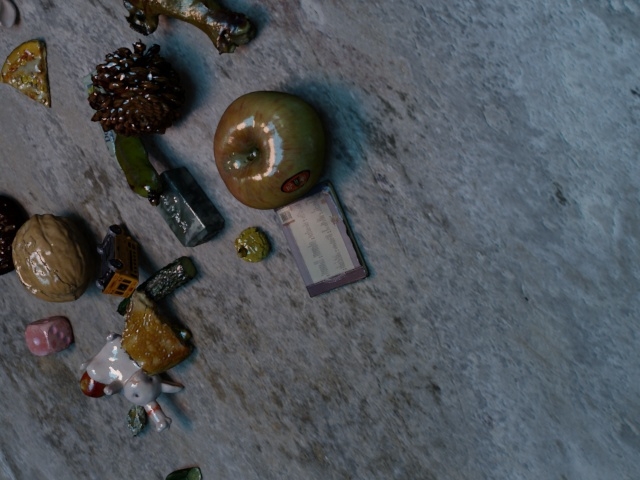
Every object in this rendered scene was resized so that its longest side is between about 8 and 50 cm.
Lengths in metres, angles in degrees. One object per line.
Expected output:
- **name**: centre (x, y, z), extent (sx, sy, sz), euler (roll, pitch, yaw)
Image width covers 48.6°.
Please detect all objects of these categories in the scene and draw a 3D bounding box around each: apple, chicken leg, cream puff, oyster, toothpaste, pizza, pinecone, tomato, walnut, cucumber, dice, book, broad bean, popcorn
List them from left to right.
- **cream puff**: centre (-0.925, -0.010, 1.953), extent (0.239, 0.165, 0.238), euler (8, 107, 27)
- **pizza**: centre (-0.765, -0.418, 1.850), extent (0.185, 0.036, 0.176), euler (-18, 94, 29)
- **dice**: centre (-0.757, 0.266, 1.979), extent (0.094, 0.091, 0.093), euler (-6, 100, 26)
- **walnut**: centre (-0.691, 0.049, 1.843), extent (0.198, 0.198, 0.244), euler (-30, 86, 28)
- **tomato**: centre (-0.621, 0.391, 1.953), extent (0.087, 0.075, 0.087), euler (5, 100, 26)
- **toothpaste**: centre (-0.533, -0.298, 1.768), extent (0.067, 0.037, 0.255), euler (-19, 89, 33)
- **broad bean**: centre (-0.433, -0.184, 1.662), extent (0.077, 0.061, 0.339), euler (-44, 56, 19)
- **oyster**: centre (-0.507, 0.488, 1.950), extent (0.100, 0.037, 0.098), euler (-32, 68, 48)
- **pinecone**: centre (-0.413, -0.343, 1.608), extent (0.222, 0.221, 0.221), euler (6, 105, 25)
- **pizza**: centre (-0.430, 0.238, 1.780), extent (0.147, 0.069, 0.226), euler (-45, 108, -10)
- **cucumber**: centre (-0.431, 0.131, 1.804), extent (0.294, 0.067, 0.067), euler (-32, 87, 29)
- **chicken leg**: centre (-0.328, -0.525, 1.553), extent (0.211, 0.140, 0.361), euler (-43, 79, 19)
- **cucumber**: centre (-0.374, 0.640, 1.908), extent (0.105, 0.048, 0.048), euler (-20, 93, 31)
- **popcorn**: centre (-0.167, 0.015, 1.639), extent (0.084, 0.084, 0.084), euler (6, 105, 25)
- **apple**: centre (-0.106, -0.192, 1.495), extent (0.261, 0.194, 0.260), euler (7, 106, 27)
- **book**: centre (0.000, 0.000, 1.587), extent (0.158, 0.026, 0.231), euler (-22, 92, 31)

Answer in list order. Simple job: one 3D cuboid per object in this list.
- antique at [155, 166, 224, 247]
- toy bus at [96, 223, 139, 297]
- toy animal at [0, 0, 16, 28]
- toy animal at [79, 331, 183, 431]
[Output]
- **antique**: centre (-0.319, -0.075, 1.687), extent (0.088, 0.086, 0.183), euler (-41, 83, 28)
- **toy bus**: centre (-0.506, 0.050, 1.781), extent (0.083, 0.088, 0.194), euler (-51, 36, 27)
- **toy animal**: centre (-0.877, -0.611, 1.769), extent (0.128, 0.193, 0.178), euler (-5, 102, 24)
- **toy animal**: centre (-0.477, 0.358, 1.832), extent (0.283, 0.138, 0.140), euler (35, 76, 22)
